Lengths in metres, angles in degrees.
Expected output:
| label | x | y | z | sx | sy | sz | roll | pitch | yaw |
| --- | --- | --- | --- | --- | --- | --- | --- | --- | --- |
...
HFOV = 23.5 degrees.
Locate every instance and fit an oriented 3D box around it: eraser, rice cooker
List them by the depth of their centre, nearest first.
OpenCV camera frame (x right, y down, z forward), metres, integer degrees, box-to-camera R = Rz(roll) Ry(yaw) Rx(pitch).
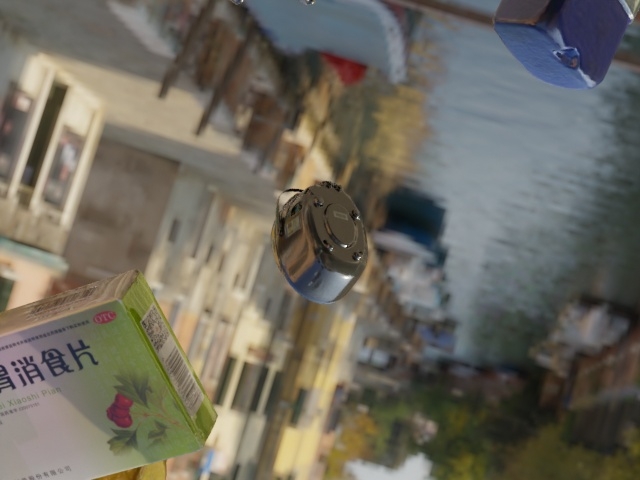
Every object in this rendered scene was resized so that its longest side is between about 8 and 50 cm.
| label | x | y | z | sx | sy | sz | roll | pitch | yaw |
| --- | --- | --- | --- | --- | --- | --- | --- | --- | --- |
| eraser | 0.324 | -0.342 | 1.787 | 0.101 | 0.332 | 0.155 | 12 | 158 | 42 |
| rice cooker | -0.001 | -0.001 | 2.409 | 0.142 | 0.203 | 0.118 | 15 | 138 | -33 |

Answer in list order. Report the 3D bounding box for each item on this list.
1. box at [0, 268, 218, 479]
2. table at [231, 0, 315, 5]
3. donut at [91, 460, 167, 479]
| label | x | y | z | sx | sy | sz | roll | pitch | yaw |
| --- | --- | --- | --- | --- | --- | --- | --- | --- | --- |
| box | -0.252 | 0.147 | 1.481 | 0.260 | 0.175 | 0.062 | -17 | -157 | 22 |
| table | -0.095 | -0.284 | 1.254 | 0.226 | 0.167 | 0.167 | 36 | -175 | 29 |
| donut | -0.297 | 0.253 | 1.651 | 0.303 | 0.303 | 0.110 | 14 | 159 | 31 |
